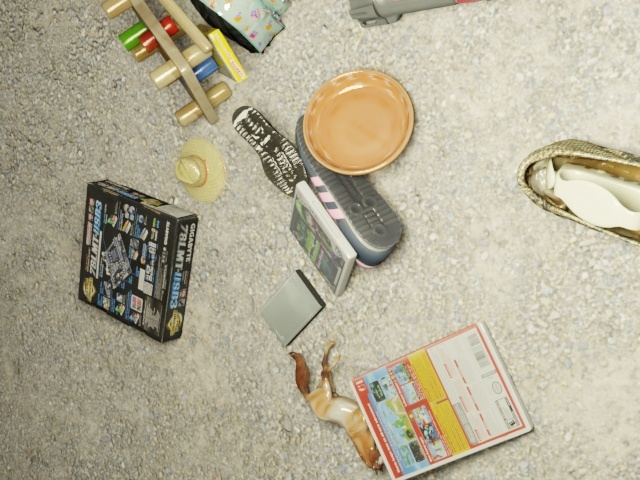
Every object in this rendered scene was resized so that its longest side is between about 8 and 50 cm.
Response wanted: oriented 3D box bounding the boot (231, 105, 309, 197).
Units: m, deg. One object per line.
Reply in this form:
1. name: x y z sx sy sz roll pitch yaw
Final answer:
1. boot: -0.083 -0.174 1.822 0.077 0.137 0.198 -33 90 7

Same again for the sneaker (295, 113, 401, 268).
1. sneaker: 0.032 -0.088 1.748 0.319 0.112 0.131 64 157 24

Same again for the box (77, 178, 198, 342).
1. box: -0.417 0.042 2.128 0.293 0.073 0.295 21 110 34

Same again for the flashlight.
1. flashlight: 0.179 -0.434 1.577 0.304 0.103 0.103 2 72 38

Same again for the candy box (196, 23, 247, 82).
1. candy box: -0.195 -0.361 1.819 0.105 0.027 0.206 60 174 -22

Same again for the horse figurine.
1. horse figurine: 0.046 0.306 1.821 0.263 0.066 0.174 27 110 25

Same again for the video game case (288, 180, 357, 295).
1. video game case: 0.000 0.000 1.766 0.173 0.022 0.190 55 162 17

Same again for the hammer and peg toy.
1. hammer and peg toy: -0.301 -0.378 1.805 0.127 0.361 0.266 -34 74 -4

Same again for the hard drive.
1. hard drive: -0.057 0.135 1.898 0.094 0.022 0.135 53 124 18

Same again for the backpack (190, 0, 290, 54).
1. backpack: -0.160 -0.454 1.775 0.166 0.188 0.144 44 103 25

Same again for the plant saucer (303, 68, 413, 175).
1. plant saucer: 0.069 -0.207 1.688 0.200 0.037 0.200 -4 74 13

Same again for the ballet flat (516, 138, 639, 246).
1. ballet flat: 0.496 -0.033 1.347 0.483 0.182 0.164 21 109 33

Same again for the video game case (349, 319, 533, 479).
1. video game case: 0.209 0.290 1.687 0.285 0.025 0.204 -29 80 26

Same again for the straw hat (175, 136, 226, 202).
1. straw hat: -0.271 -0.145 1.991 0.144 0.061 0.144 6 101 36
